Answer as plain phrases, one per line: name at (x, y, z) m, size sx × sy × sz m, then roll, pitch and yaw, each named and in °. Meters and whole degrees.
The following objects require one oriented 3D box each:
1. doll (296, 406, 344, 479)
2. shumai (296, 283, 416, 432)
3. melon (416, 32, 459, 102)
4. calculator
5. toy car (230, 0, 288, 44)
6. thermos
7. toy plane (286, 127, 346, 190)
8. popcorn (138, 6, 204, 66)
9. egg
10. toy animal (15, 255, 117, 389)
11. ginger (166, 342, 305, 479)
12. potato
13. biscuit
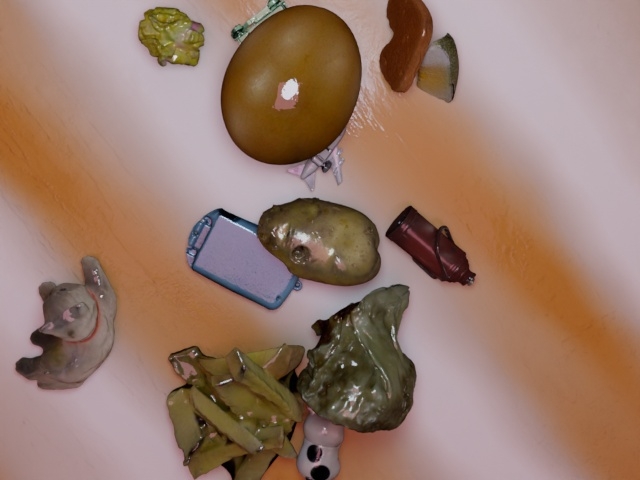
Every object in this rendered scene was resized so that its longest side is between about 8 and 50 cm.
doll at (0.002, 0.496, 2.001) m, size 0.110 × 0.107 × 0.181 m, roll 13°, pitch 95°, yaw 19°
shumai at (0.108, 0.245, 1.840) m, size 0.292 × 0.330 × 0.288 m, roll 29°, pitch 110°, yaw 8°
melon at (0.264, -0.406, 1.828) m, size 0.093 × 0.202 × 0.140 m, roll 11°, pitch 66°, yaw 16°
calculator at (-0.172, 0.044, 1.936) m, size 0.293 × 0.051 × 0.173 m, roll 28°, pitch 98°, yaw -6°
toy car at (-0.128, -0.478, 1.833) m, size 0.143 × 0.054 × 0.073 m, roll -36°, pitch 98°, yaw 10°
thermos at (0.265, 0.029, 1.918) m, size 0.232 × 0.099 × 0.124 m, roll 40°, pitch 135°, yaw -9°
toy plane at (0.005, -0.202, 1.885) m, size 0.162 × 0.065 × 0.171 m, roll 37°, pitch 103°, yaw -16°
popcorn at (-0.327, -0.446, 1.803) m, size 0.145 × 0.126 × 0.126 m, roll 5°, pitch 110°, yaw -26°
egg at (-0.060, -0.328, 1.746) m, size 0.282 × 0.282 × 0.351 m, roll 25°, pitch 89°, yaw -5°
toy animal at (-0.606, 0.232, 1.912) m, size 0.307 × 0.188 × 0.266 m, roll -27°, pitch 109°, yaw 1°
ginger at (-0.214, 0.415, 1.933) m, size 0.358 × 0.211 × 0.413 m, roll 13°, pitch 101°, yaw -1°
potato at (0.000, 0.000, 1.871) m, size 0.296 × 0.141 × 0.192 m, roll 18°, pitch 69°, yaw -11°
biscuit at (0.180, -0.442, 1.808) m, size 0.036 × 0.186 × 0.192 m, roll 2°, pitch 128°, yaw -29°
